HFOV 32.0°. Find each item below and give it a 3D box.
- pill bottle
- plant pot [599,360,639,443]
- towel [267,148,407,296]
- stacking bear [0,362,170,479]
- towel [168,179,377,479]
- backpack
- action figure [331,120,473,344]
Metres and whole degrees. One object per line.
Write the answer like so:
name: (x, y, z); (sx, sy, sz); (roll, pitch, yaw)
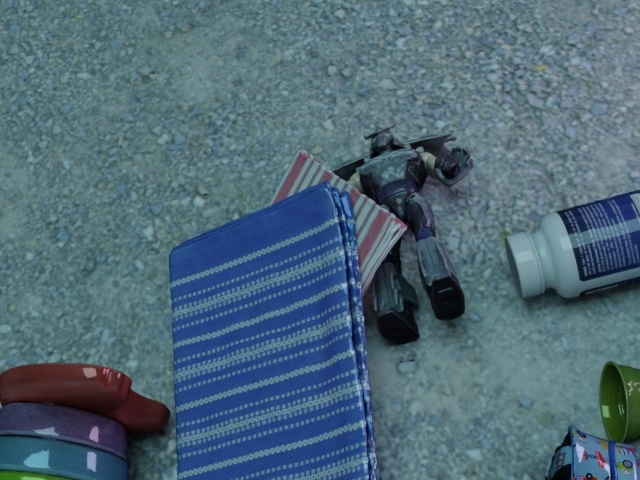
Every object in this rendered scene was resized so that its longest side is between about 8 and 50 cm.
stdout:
pill bottle: (0.286, 0.007, 1.182); (0.169, 0.094, 0.094); (-15, 57, 2)
plant pot: (0.325, 0.158, 1.096); (0.079, 0.083, 0.083); (-3, 57, -4)
towel: (0.000, 0.000, 1.216); (0.197, 0.029, 0.144); (39, 104, 46)
stacking bear: (-0.268, 0.283, 1.096); (0.164, 0.175, 0.289); (1, 66, 15)
towel: (-0.061, 0.121, 1.150); (0.243, 0.040, 0.336); (-20, 60, 28)
backpack: (0.256, 0.248, 0.991); (0.117, 0.173, 0.158); (2, 58, 13)
action figure: (0.091, -0.033, 1.246); (0.185, 0.099, 0.285); (-24, 50, 17)
